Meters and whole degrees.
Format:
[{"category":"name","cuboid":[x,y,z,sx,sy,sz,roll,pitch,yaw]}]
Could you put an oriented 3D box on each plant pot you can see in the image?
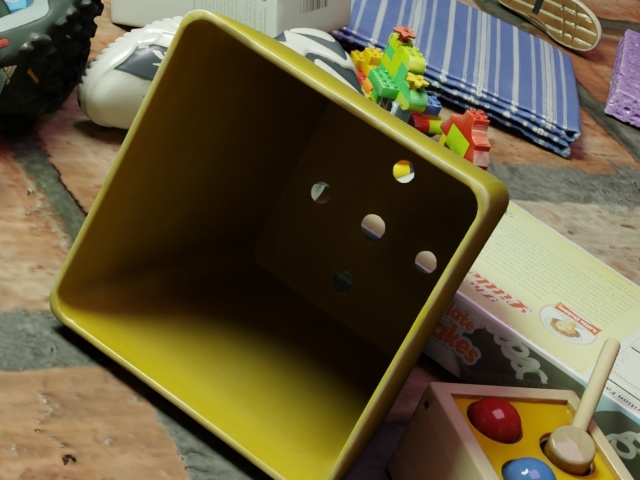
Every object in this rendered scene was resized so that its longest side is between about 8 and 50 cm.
[{"category":"plant pot","cuboid":[0.000,0.000,0.947,0.212,0.212,0.187,34,18,18]}]

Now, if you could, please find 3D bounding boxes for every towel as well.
[{"category":"towel","cuboid":[0.098,-0.200,1.503,0.336,0.040,0.243,23,28,-6]}]

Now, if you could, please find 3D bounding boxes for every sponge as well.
[{"category":"sponge","cuboid":[0.369,-0.161,1.628,0.117,0.031,0.210,25,29,2]}]

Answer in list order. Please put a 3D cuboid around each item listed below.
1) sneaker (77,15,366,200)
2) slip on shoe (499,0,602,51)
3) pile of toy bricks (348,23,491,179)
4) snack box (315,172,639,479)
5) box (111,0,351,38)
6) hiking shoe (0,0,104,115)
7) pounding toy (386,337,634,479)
[{"category":"sneaker","cuboid":[-0.053,-0.090,1.147,0.235,0.094,0.153,0,38,-36]},{"category":"slip on shoe","cuboid":[0.257,-0.252,1.683,0.135,0.051,0.041,31,18,25]},{"category":"pile of toy bricks","cuboid":[0.059,-0.127,1.276,0.118,0.105,0.212,5,35,-30]},{"category":"snack box","cuboid":[0.164,0.063,1.086,0.322,0.060,0.187,36,28,20]},{"category":"box","cuboid":[-0.076,-0.229,1.306,0.170,0.091,0.130,14,24,26]},{"category":"hiking shoe","cuboid":[-0.252,-0.142,1.069,0.132,0.113,0.304,28,30,5]},{"category":"pounding toy","cuboid":[0.132,0.133,0.912,0.141,0.100,0.130,6,35,-29]}]
